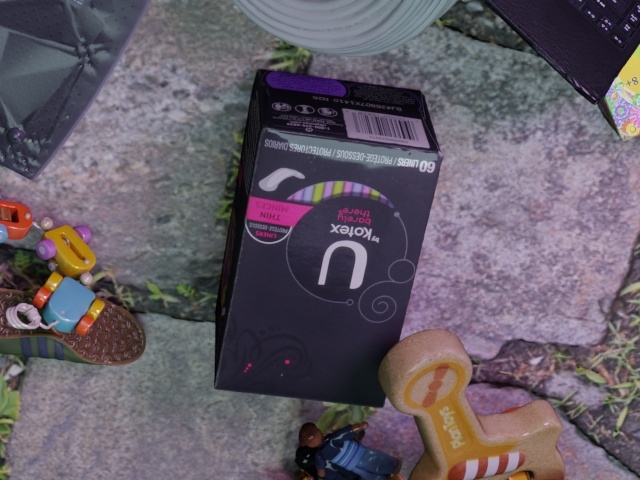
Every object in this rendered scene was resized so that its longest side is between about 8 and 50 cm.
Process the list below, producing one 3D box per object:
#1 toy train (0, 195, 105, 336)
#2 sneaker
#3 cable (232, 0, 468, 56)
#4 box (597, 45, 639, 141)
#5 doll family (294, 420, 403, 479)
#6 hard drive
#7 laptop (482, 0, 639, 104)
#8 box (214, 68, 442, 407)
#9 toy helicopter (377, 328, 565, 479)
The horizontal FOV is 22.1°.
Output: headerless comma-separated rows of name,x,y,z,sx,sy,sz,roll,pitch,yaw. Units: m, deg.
toy train,-0.266,0.029,1.512,0.125,0.166,0.046,5,138,-34
sneaker,-0.269,0.081,1.577,0.192,0.086,0.064,14,76,-37
cable,0.011,-0.274,1.322,0.257,0.089,0.257,-28,86,36
box,0.316,-0.271,1.327,0.290,0.177,0.279,-24,98,9
doll family,-0.003,0.250,1.682,0.111,0.076,0.193,29,107,-13
hard drive,-0.257,-0.193,1.435,0.172,0.054,0.255,28,112,-17
laptop,0.198,-0.274,1.175,0.234,0.264,0.136,43,138,-3
box,0.000,0.000,1.506,0.165,0.143,0.270,7,117,-8
toy helicopter,0.116,0.204,1.556,0.235,0.140,0.355,-26,138,0
